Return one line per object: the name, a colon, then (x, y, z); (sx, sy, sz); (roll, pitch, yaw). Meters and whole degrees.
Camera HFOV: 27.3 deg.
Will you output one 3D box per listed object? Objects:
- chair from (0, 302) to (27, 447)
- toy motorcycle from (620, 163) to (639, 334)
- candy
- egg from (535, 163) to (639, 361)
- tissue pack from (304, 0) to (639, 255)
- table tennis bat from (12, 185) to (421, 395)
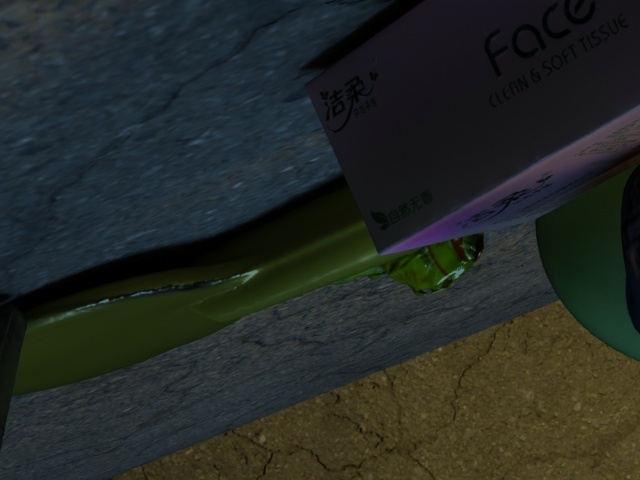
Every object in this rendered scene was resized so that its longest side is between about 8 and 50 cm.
chair: (-0.247, 0.088, 0.650); (0.136, 0.147, 0.270); (-22, -147, 8)
toy motorcycle: (0.297, 0.003, 0.645); (0.416, 0.232, 0.172); (-32, 167, -33)
candy: (0.000, 0.025, 0.988); (0.262, 0.073, 0.077); (-19, -162, 20)
egg: (0.267, -0.021, 0.846); (0.270, 0.220, 0.220); (-13, 167, -16)
tissue pack: (0.132, -0.090, 0.566); (0.246, 0.092, 0.148); (-30, 169, 37)
table tennis bat: (-0.098, 0.040, 0.882); (0.369, 0.054, 0.224); (-22, 167, 18)
